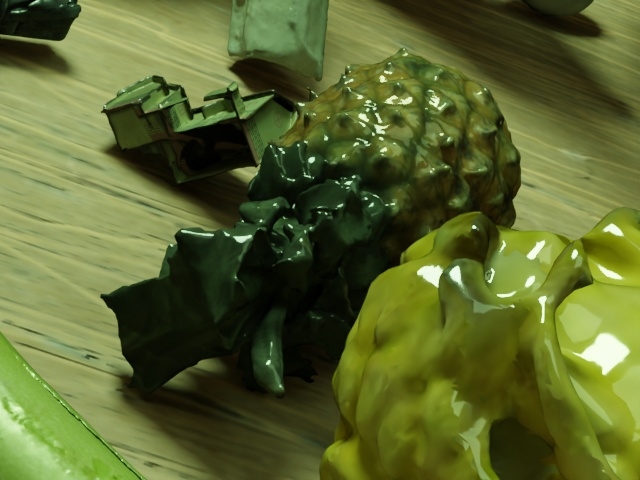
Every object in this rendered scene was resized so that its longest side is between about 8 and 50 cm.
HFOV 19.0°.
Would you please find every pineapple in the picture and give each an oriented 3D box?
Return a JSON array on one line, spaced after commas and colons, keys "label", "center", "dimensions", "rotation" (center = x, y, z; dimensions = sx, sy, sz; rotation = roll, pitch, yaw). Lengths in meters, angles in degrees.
[{"label": "pineapple", "center": [0.000, -0.001, 0.899], "dimensions": [0.128, 0.128, 0.248], "rotation": [33, 35, 14]}]

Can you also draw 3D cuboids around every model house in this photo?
[{"label": "model house", "center": [-0.062, -0.063, 1.003], "dimensions": [0.083, 0.057, 0.058], "rotation": [-12, 18, 29]}]

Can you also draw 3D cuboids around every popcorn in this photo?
[{"label": "popcorn", "center": [0.125, 0.085, 0.770], "dimensions": [0.250, 0.190, 0.250], "rotation": [25, 24, -12]}]

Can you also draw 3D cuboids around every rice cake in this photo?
[{"label": "rice cake", "center": [-0.017, -0.223, 1.149], "dimensions": [0.057, 0.256, 0.052], "rotation": [4, -6, 11]}]

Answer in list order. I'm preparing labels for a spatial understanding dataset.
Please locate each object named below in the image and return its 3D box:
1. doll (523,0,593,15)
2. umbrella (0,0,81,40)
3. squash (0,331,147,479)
[{"label": "doll", "center": [0.073, -0.336, 1.286], "dimensions": [0.365, 0.376, 0.187], "rotation": [35, 56, 11]}, {"label": "umbrella", "center": [-0.235, -0.139, 0.999], "dimensions": [0.235, 0.059, 0.066], "rotation": [3, 52, -32]}, {"label": "squash", "center": [-0.111, 0.085, 0.695], "dimensions": [0.250, 0.083, 0.083], "rotation": [38, 31, 19]}]
